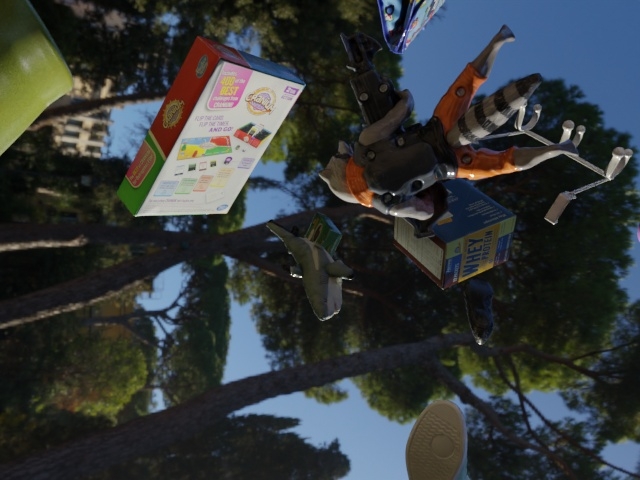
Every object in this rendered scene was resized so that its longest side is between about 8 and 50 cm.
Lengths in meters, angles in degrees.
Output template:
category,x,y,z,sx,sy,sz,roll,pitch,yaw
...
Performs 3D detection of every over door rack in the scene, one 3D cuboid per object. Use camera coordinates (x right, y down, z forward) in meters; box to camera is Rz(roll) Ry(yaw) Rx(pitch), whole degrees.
category,x,y,z,sx,sy,sz,roll,pitch,yaw
over door rack,0.459,-0.182,1.133,0.239,0.324,0.108,38,-44,28

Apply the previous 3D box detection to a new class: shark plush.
category,x,y,z,sx,sy,sz,roll,pitch,yaw
shark plush,-0.019,0.029,0.757,0.161,0.067,0.073,57,-30,10

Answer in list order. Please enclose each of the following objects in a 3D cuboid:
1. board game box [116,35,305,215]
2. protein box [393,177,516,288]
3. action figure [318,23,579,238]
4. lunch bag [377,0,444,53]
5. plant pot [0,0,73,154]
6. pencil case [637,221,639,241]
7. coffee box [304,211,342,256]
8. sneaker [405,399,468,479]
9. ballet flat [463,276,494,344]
category,x,y,z,sx,sy,sz,roll,pitch,yaw
board game box,-0.191,-0.185,1.017,0.064,0.242,0.317,45,-66,21
protein box,0.312,-0.024,1.345,0.201,0.199,0.136,48,-29,45
action figure,0.134,-0.170,0.798,0.330,0.178,0.342,-28,-85,22
lunch bag,0.210,-0.555,1.188,0.138,0.293,0.221,30,-107,17
plant pot,-0.493,-0.187,0.621,0.366,0.353,0.366,47,-17,19
pencil case,0.511,-0.002,0.708,0.206,0.088,0.086,29,-87,45
coffee box,0.000,0.000,1.519,0.113,0.040,0.184,-65,-162,10
sneaker,0.207,0.374,0.959,0.094,0.151,0.256,8,-81,26
ballet flat,0.299,0.126,1.078,0.173,0.057,0.049,-67,164,-56
